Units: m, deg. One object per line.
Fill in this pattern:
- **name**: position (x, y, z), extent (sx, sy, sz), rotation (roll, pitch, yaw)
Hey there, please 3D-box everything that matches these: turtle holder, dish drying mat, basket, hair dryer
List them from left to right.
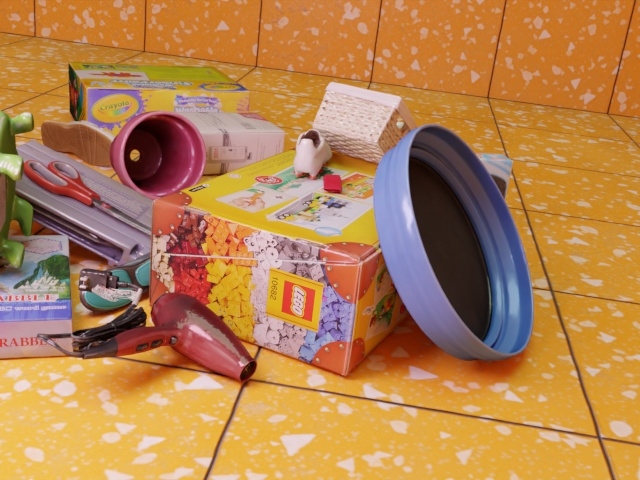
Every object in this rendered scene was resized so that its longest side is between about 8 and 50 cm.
- **turtle holder**: position (-0.565, -0.109, 1.254), extent (0.228, 0.243, 0.320), rotation (3, 53, -14)
- **hair dryer**: position (-0.233, 0.143, 1.153), extent (0.294, 0.080, 0.223), rotation (14, 27, -6)
- **dish drying mat**: position (0.021, -0.100, 1.421), extent (0.032, 0.008, 0.083), rotation (5, 22, -3)
- **basket**: position (0.082, -0.222, 1.574), extent (0.167, 0.103, 0.113), rotation (18, -15, 31)

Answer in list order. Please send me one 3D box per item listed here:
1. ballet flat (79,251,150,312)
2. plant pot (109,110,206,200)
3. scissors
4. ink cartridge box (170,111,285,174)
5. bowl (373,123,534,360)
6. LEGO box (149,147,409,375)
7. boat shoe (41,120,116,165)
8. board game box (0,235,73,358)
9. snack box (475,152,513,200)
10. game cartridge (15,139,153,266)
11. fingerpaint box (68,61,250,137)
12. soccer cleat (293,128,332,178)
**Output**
- **ballet flat**: position (-0.325, 0.069, 1.355), extent (0.074, 0.074, 0.203), rotation (21, 32, 32)
- **plant pot**: position (-0.386, -0.193, 1.842), extent (0.201, 0.201, 0.180), rotation (-8, 11, -33)
- **scissors**: position (-0.411, -0.066, 1.477), extent (0.297, 0.021, 0.109), rotation (36, 21, 16)
- **ink cartridge box**: position (-0.263, -0.256, 2.112), extent (0.283, 0.117, 0.207), rotation (-4, 24, -26)
- **bowl**: position (0.217, 0.006, 1.303), extent (0.077, 0.391, 0.391), rotation (-23, 4, 32)
- **LEGO box**: position (0.000, 0.000, 1.439), extent (0.373, 0.193, 0.500), rotation (16, 23, 23)
- **boat shoe**: position (-0.582, -0.258, 2.048), extent (0.277, 0.098, 0.096), rotation (19, 25, 31)
- **board game box**: position (-0.547, 0.079, 1.249), extent (0.319, 0.065, 0.318), rotation (-1, 23, -19)
- **snack box**: position (0.247, -0.098, 1.771), extent (0.322, 0.187, 0.060), rotation (0, 23, -15)
- **game cartridge**: position (-0.444, -0.065, 1.532), extent (0.355, 0.068, 0.230), rotation (28, 18, 0)
- **fingerpaint box**: position (-0.472, -0.394, 2.339), extent (0.445, 0.163, 0.371), rotation (-4, 23, -24)
- **soccer cleat**: position (-0.012, -0.173, 1.507), extent (0.068, 0.076, 0.196), rotation (7, 21, 3)
